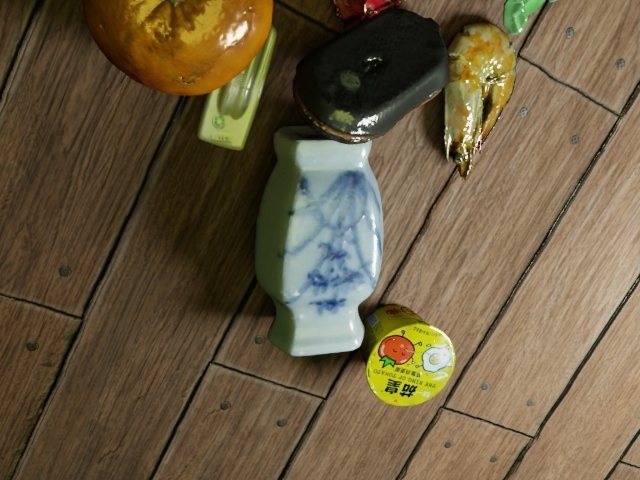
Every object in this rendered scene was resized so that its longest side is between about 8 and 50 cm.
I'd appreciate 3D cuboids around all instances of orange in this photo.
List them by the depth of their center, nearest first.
[{"bbox_3d":[-0.212,-0.364,1.118,0.284,0.226,0.283,-2,109,-5],"label":"orange"}]

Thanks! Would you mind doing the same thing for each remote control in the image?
[{"bbox_3d":[-0.142,-0.270,1.272,0.090,0.049,0.230,14,109,-16],"label":"remote control"}]

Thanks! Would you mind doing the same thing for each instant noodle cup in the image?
[{"bbox_3d":[0.161,0.219,1.494,0.182,0.144,0.182,-4,111,-12],"label":"instant noodle cup"}]

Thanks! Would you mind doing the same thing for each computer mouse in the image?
[{"bbox_3d":[0.083,-0.272,1.244,0.323,0.116,0.183,-37,85,-29],"label":"computer mouse"}]

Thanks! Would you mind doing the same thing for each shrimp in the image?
[{"bbox_3d":[0.290,-0.254,1.378,0.154,0.062,0.294,0,110,-20],"label":"shrimp"}]

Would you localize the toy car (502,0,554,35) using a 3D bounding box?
[{"bbox_3d":[0.330,-0.541,1.205,0.213,0.176,0.358,-43,110,-23],"label":"toy car"}]

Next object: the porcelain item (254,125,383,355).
[{"bbox_3d":[0.000,0.000,1.346,0.243,0.178,0.405,-3,112,-13],"label":"porcelain item"}]

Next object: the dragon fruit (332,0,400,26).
[{"bbox_3d":[0.112,-0.473,1.209,0.262,0.163,0.189,-41,87,6],"label":"dragon fruit"}]
